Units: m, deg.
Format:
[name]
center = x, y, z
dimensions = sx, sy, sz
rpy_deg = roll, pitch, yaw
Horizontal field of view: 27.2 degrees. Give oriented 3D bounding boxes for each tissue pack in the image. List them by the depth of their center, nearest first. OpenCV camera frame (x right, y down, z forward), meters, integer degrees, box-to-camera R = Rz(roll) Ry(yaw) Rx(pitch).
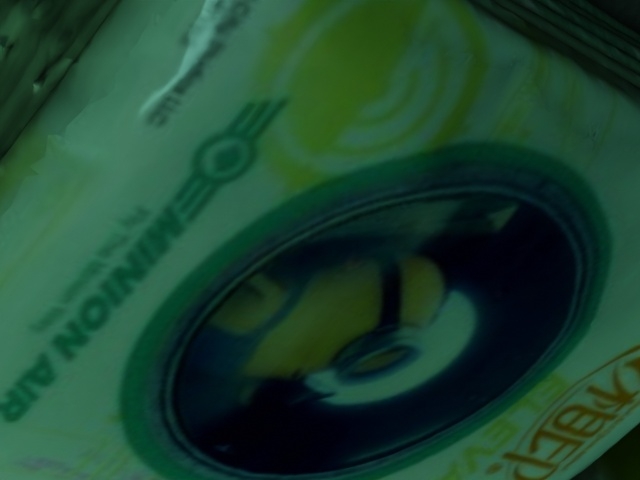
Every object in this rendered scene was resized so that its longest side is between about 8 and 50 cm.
[tissue pack]
center = 0.000, 0.000, 0.561
dimensions = 0.388, 0.162, 0.287
rpy_deg = 19, 124, -43

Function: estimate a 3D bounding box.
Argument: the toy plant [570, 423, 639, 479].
[toy plant]
center = 0.123, 0.207, 0.831
dimensions = 0.316, 0.224, 0.184
rpy_deg = -12, 171, -21
